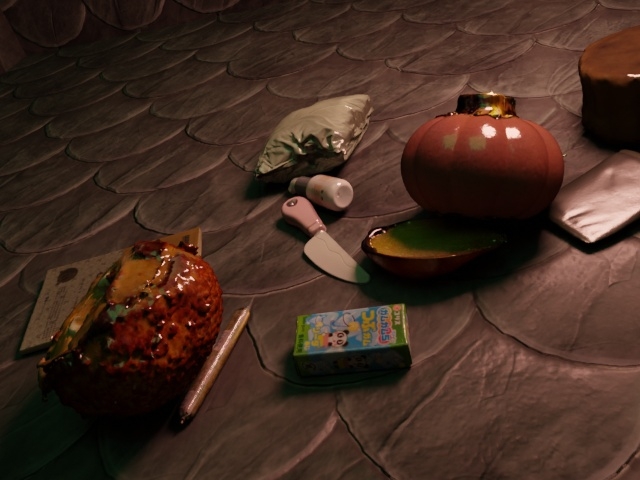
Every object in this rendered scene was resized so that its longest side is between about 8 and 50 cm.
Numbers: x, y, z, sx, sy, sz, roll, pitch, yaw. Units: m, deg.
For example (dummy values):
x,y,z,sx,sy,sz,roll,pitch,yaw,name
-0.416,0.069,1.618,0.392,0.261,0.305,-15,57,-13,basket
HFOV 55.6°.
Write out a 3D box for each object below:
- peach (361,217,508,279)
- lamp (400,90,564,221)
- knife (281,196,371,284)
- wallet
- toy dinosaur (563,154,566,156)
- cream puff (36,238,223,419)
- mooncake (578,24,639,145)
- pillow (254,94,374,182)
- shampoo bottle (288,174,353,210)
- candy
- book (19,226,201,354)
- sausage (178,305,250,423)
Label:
x,y,z,sx,sy,sz,roll,pitch,yaw,name
0.216,0.017,1.156,0.279,0.068,0.189,4,31,31,peach
0.308,-0.156,1.160,0.305,0.240,0.305,6,6,-1,lamp
-0.003,0.001,1.288,0.081,0.043,0.336,-30,40,-8,knife
0.555,-0.081,1.168,0.245,0.052,0.168,-29,38,-8,wallet
0.480,-0.172,1.339,0.119,0.029,0.060,-1,54,12,toy dinosaur
-0.300,0.154,1.036,0.350,0.228,0.350,-41,23,22,cream puff
0.733,-0.342,1.320,0.323,0.187,0.324,-12,35,9,mooncake
-0.024,-0.259,1.556,0.283,0.138,0.310,-12,31,26,pillow
-0.003,-0.118,1.415,0.074,0.074,0.192,-35,30,-23,shampoo bottle
0.053,0.169,1.027,0.194,0.062,0.097,-8,37,10,candy
-0.449,0.103,1.337,0.388,0.032,0.269,-16,37,2,book
-0.185,0.213,1.087,0.032,0.033,0.269,2,40,24,sausage
